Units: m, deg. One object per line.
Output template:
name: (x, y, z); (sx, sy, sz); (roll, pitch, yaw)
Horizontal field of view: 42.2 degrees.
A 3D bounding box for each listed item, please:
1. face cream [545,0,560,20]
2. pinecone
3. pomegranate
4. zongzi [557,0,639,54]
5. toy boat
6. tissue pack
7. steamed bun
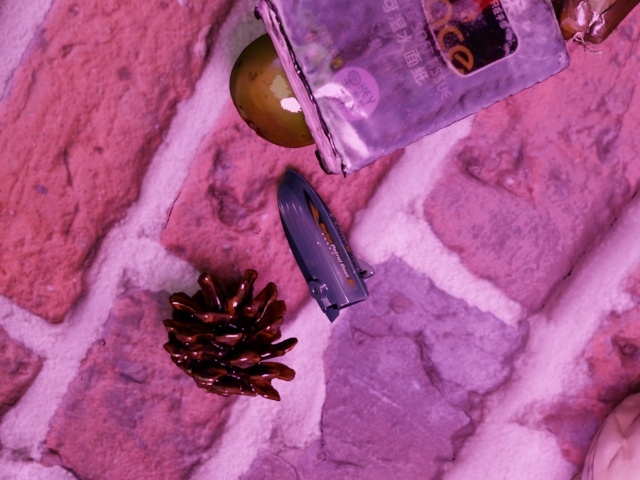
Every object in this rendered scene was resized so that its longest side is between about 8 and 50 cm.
face cream: (0.283, -0.386, 1.184); (0.072, 0.051, 0.182); (-34, 95, 12)
pinecone: (-0.135, 0.144, 1.280); (0.202, 0.229, 0.201); (1, 89, 21)
pomegranate: (-0.029, -0.238, 1.211); (0.210, 0.180, 0.180); (-44, 93, 0)
zongzi: (0.355, -0.409, 1.121); (0.241, 0.111, 0.247); (42, 90, -2)
toy boat: (0.000, 0.000, 1.295); (0.093, 0.103, 0.246); (-30, 85, 55)
tissue pack: (0.124, -0.271, 1.101); (0.361, 0.122, 0.259); (-25, 101, -10)
steamed bun: (0.467, 0.410, 1.205); (0.237, 0.346, 0.394); (-11, 126, 24)
